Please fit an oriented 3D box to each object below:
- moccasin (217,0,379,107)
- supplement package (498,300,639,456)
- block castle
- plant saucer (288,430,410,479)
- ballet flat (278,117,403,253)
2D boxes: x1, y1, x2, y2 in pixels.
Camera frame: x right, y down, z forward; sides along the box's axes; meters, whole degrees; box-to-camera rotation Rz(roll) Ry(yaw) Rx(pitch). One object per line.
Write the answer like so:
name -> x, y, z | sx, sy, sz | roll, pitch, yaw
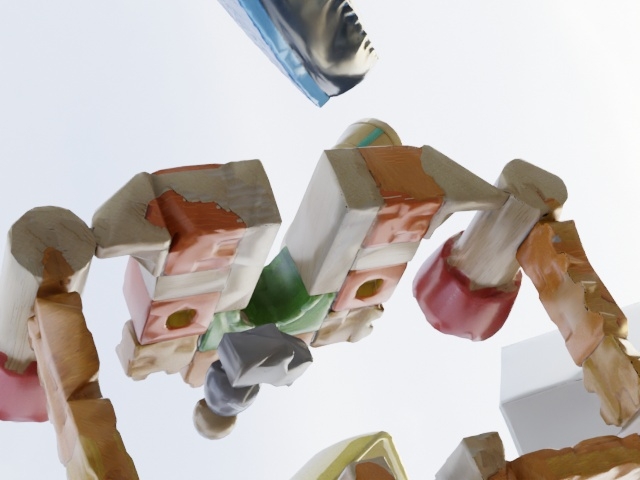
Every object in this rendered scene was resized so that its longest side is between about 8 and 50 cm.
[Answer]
moccasin -> -0.039, -0.197, 0.543 | 0.138, 0.117, 0.342 | 49, 176, 42
supplement package -> 0.300, 0.228, 1.155 | 0.175, 0.177, 0.293 | -55, -56, -75
block castle -> 0.002, 0.121, 0.851 | 0.453, 0.213, 0.303 | -8, -124, -27
plant saucer -> -0.025, 0.394, 1.362 | 0.333, 0.081, 0.333 | -42, -42, -20
ballet flat -> 0.000, 0.000, 1.034 | 0.080, 0.232, 0.073 | 30, -145, 15
